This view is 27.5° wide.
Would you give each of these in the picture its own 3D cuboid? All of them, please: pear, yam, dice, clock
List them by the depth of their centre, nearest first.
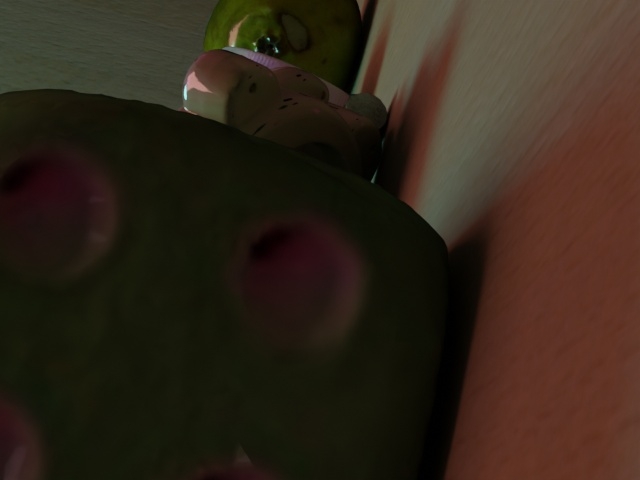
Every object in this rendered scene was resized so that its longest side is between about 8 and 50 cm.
[{"bbox_3d":[-0.111,0.111,0.831,0.318,0.322,0.330,119,166,-76],"label":"dice"},{"bbox_3d":[-0.071,-0.034,1.274,0.284,0.114,0.309,-63,-28,-1],"label":"clock"},{"bbox_3d":[0.038,-0.114,1.463,0.132,0.054,0.054,115,169,-63],"label":"yam"},{"bbox_3d":[-0.055,-0.319,2.099,0.321,0.269,0.269,-53,-19,-66],"label":"pear"}]

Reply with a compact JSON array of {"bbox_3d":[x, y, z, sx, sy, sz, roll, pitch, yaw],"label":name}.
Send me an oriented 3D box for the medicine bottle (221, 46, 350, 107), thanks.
[{"bbox_3d":[-0.101,-0.071,1.751,0.256,0.256,0.325,157,135,-84],"label":"medicine bottle"}]
